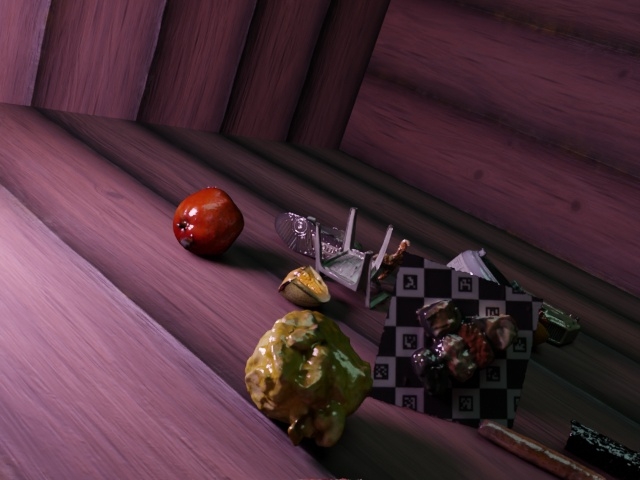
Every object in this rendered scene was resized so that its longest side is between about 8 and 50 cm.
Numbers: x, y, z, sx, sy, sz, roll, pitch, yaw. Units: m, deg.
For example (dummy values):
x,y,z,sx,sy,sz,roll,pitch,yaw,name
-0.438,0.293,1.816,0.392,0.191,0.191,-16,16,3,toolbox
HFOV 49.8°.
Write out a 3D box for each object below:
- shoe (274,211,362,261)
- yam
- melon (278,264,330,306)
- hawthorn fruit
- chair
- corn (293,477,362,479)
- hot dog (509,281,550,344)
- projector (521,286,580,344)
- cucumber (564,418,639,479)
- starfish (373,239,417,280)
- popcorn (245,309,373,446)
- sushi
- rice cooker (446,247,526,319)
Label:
x,y,z,sx,sy,sz,roll,pitch,yaw,name
0.001,-0.002,2.183,0.292,0.109,0.149,28,14,18,shoe
0.442,0.433,1.390,0.263,0.046,0.046,26,17,15,yam
-0.042,0.133,1.761,0.128,0.079,0.160,40,18,4,melon
-0.312,-0.046,1.832,0.185,0.185,0.202,28,21,26,hawthorn fruit
0.103,0.065,1.935,0.203,0.275,0.190,30,43,27,chair
0.057,0.394,0.991,0.289,0.098,0.098,11,19,-29,corn
0.543,0.176,2.061,0.348,0.117,0.158,38,10,2,hot dog
0.688,0.235,2.227,0.269,0.088,0.193,31,17,34,projector
0.659,0.477,1.451,0.300,0.072,0.072,25,17,19,cucumber
0.208,0.055,2.059,0.150,0.210,0.053,3,57,-24,starfish
-0.026,0.252,1.243,0.233,0.192,0.266,28,35,-29,popcorn
0.295,0.219,1.437,0.339,0.320,0.069,19,-11,-7,sushi
0.339,0.186,1.648,0.264,0.316,0.317,48,15,-6,rice cooker
